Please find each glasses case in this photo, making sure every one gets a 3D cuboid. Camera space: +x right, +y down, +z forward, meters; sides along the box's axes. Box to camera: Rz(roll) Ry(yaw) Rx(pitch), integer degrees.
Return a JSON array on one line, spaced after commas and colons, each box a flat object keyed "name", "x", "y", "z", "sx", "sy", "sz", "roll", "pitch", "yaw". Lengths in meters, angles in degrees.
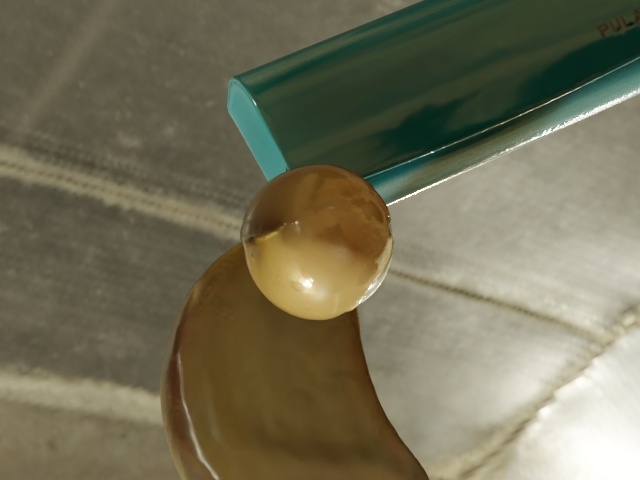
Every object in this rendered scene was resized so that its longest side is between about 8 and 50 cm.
[{"name": "glasses case", "x": 0.097, "y": -0.114, "z": 1.037, "sx": 0.301, "sy": 0.117, "sz": 0.070, "roll": -24, "pitch": 160, "yaw": -17}]

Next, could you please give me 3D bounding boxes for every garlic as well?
[{"name": "garlic", "x": -0.011, "y": 0.143, "z": 1.085, "sx": 0.151, "sy": 0.338, "sz": 0.196, "roll": 23, "pitch": 124, "yaw": -42}]

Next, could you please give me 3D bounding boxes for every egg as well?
[{"name": "egg", "x": 0.000, "y": 0.000, "z": 0.706, "sx": 0.071, "sy": 0.071, "sz": 0.083, "roll": -16, "pitch": -177, "yaw": -10}]
